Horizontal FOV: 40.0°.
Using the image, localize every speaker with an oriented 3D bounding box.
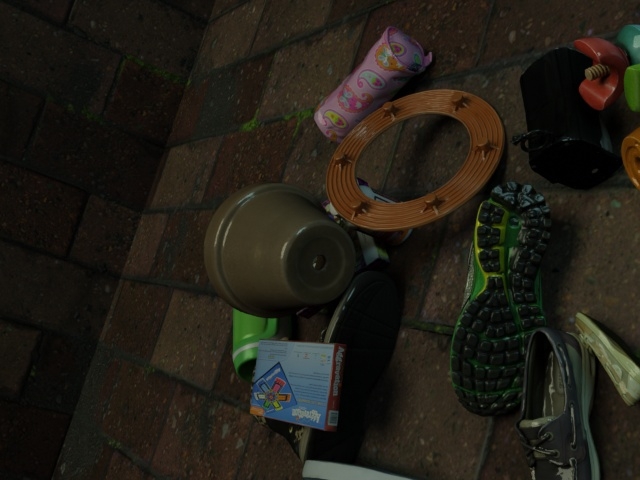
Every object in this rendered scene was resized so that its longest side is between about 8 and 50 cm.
[{"bbox_3d":[-0.132,0.162,1.943,0.131,0.131,0.296,-45,36,37],"label":"speaker"}]

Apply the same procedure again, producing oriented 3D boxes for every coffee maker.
[{"bbox_3d":[0.353,-0.189,1.281,0.120,0.171,0.178,-20,54,30],"label":"coffee maker"}]

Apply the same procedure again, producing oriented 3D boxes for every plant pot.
[{"bbox_3d":[-0.055,0.029,1.607,0.229,0.263,0.263,15,84,61],"label":"plant pot"}]

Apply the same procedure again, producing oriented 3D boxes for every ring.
[{"bbox_3d":[0.161,-0.155,1.569,0.337,0.032,0.336,-17,45,18],"label":"ring"}]

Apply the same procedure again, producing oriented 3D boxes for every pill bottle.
[{"bbox_3d":[0.097,-0.053,1.659,0.086,0.152,0.086,-40,38,42],"label":"pill bottle"}]

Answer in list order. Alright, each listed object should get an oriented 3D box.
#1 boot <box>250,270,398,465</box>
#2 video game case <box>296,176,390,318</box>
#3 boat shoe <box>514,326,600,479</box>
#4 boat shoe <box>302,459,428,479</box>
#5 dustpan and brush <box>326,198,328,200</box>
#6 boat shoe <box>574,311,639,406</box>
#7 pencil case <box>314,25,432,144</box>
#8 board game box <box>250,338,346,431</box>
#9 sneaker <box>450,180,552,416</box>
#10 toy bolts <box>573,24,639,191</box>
[{"bbox_3d":[-0.003,0.228,1.668,0.284,0.138,0.377,9,84,62],"label":"boot"},{"bbox_3d":[0.024,0.016,1.792,0.232,0.042,0.210,-36,48,29],"label":"video game case"},{"bbox_3d":[0.301,0.250,1.147,0.103,0.092,0.285,-23,51,53],"label":"boat shoe"},{"bbox_3d":[0.090,0.439,1.368,0.367,0.136,0.156,-3,71,49],"label":"boat shoe"},{"bbox_3d":[0.000,0.000,1.891,0.211,0.060,0.147,-64,28,11],"label":"dustpan and brush"},{"bbox_3d":[0.372,0.149,1.138,0.048,0.056,0.153,-54,38,16],"label":"boat shoe"},{"bbox_3d":[0.107,-0.324,1.866,0.284,0.124,0.124,-42,38,40],"label":"pencil case"},{"bbox_3d":[-0.045,0.251,1.562,0.281,0.027,0.145,-7,72,59],"label":"board game box"},{"bbox_3d":[0.274,0.092,1.310,0.146,0.134,0.343,44,-122,-81],"label":"sneaker"},{"bbox_3d":[0.464,-0.197,1.162,0.159,0.218,0.228,-23,42,-5],"label":"toy bolts"}]
